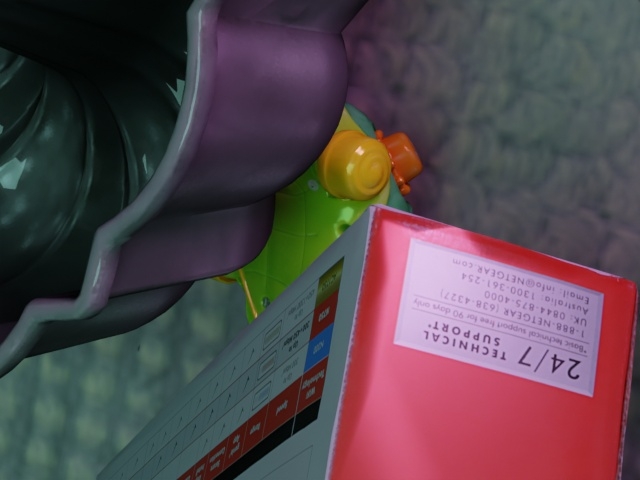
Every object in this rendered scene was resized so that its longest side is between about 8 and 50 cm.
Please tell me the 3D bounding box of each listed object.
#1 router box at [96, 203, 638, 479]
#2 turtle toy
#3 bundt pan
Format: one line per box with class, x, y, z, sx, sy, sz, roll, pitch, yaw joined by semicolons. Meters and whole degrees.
router box;-0.029;0.188;0.588;0.082;0.335;0.301;17;66;-14
turtle toy;0.000;0.000;0.732;0.095;0.066;0.130;19;111;43
bundt pan;-0.106;-0.108;0.692;0.331;0.124;0.330;-2;87;41
